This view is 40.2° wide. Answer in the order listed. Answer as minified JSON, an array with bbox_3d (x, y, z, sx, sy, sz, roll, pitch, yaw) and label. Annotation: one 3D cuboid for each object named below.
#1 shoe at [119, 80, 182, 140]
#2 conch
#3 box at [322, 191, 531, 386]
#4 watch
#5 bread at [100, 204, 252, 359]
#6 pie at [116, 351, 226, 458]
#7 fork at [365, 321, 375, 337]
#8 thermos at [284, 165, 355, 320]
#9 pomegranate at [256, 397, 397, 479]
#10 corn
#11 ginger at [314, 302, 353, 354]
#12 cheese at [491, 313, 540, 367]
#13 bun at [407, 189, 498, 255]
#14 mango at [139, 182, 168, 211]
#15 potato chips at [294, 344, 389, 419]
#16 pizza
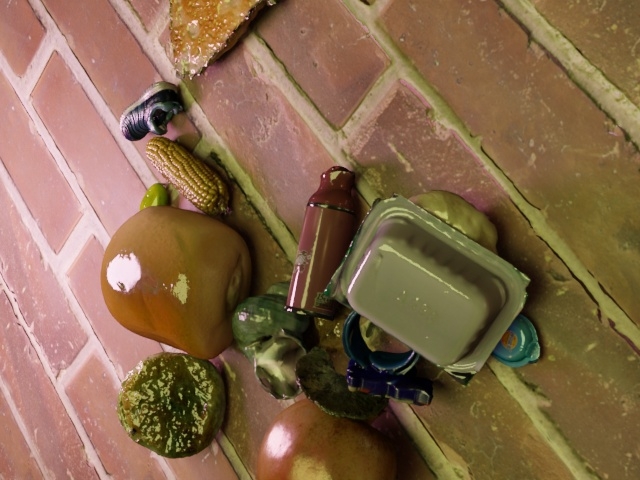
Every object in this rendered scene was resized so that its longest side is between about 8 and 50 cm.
[{"bbox_3d":[-0.435,-0.316,2.250,0.207,0.091,0.106,-35,66,31],"label":"shoe"},{"bbox_3d":[-0.100,0.211,1.976,0.220,0.195,0.277,9,74,36],"label":"conch"},{"bbox_3d":[0.182,0.101,1.611,0.336,0.106,0.264,33,117,12],"label":"box"},{"bbox_3d":[0.142,0.209,1.780,0.196,0.171,0.200,7,103,8],"label":"watch"},{"bbox_3d":[-0.352,0.097,2.114,0.376,0.253,0.348,17,100,35],"label":"bread"},{"bbox_3d":[-0.369,0.403,2.174,0.276,0.078,0.277,0,88,-5],"label":"pie"},{"bbox_3d":[0.154,0.130,1.847,0.219,0.034,0.028,-56,53,27],"label":"fork"},{"bbox_3d":[0.008,0.002,1.897,0.109,0.136,0.331,12,85,-1],"label":"thermos"},{"bbox_3d":[0.022,0.467,1.818,0.319,0.319,0.319,3,95,39],"label":"pomegranate"},{"bbox_3d":[-0.329,-0.165,2.172,0.310,0.101,0.102,42,117,30],"label":"corn"},{"bbox_3d":[0.058,0.176,1.910,0.214,0.058,0.133,-25,71,40],"label":"ginger"},{"bbox_3d":[0.323,0.163,1.713,0.256,0.037,0.106,31,109,37],"label":"cheese"},{"bbox_3d":[0.242,0.011,1.696,0.229,0.145,0.230,13,114,30],"label":"bun"},{"bbox_3d":[-0.432,-0.098,2.286,0.073,0.056,0.108,18,102,31],"label":"mango"},{"bbox_3d":[0.041,0.296,1.829,0.219,0.202,0.029,26,122,25],"label":"potato chips"},{"bbox_3d":[-0.217,-0.625,2.067,0.391,0.080,0.435,-6,91,39],"label":"pizza"}]
